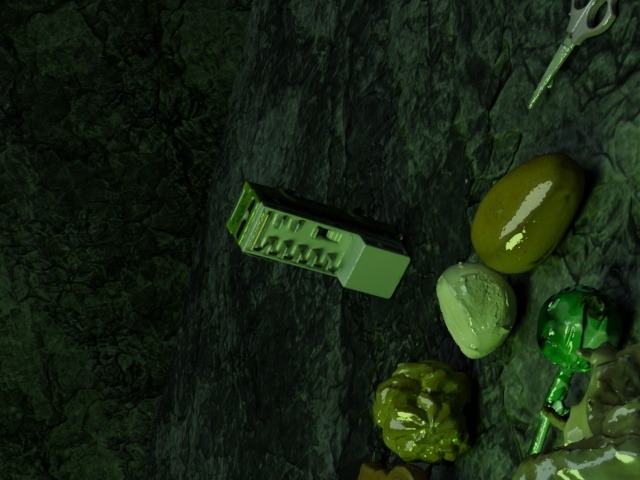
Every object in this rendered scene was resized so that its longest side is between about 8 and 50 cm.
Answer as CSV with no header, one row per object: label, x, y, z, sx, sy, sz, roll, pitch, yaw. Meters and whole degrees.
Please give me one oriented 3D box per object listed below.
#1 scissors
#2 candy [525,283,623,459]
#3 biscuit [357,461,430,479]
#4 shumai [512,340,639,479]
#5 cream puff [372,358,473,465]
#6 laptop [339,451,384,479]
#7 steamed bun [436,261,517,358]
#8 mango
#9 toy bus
scissors,0.344,-0.268,1.545,0.110,0.021,0.212,-105,35,-50
candy,0.276,0.202,1.329,0.097,0.097,0.324,-115,34,-62
biscuit,0.121,0.402,1.567,0.295,0.044,0.186,150,110,-66
shumai,0.336,0.217,1.028,0.314,0.267,0.262,-17,23,37
cream puff,0.147,0.241,1.566,0.156,0.121,0.156,-51,28,42
laptop,0.058,0.456,1.804,0.154,0.026,0.207,138,142,-57
steamed bun,0.217,0.090,1.520,0.112,0.090,0.130,100,146,-63
mango,0.276,-0.036,1.457,0.195,0.098,0.137,-42,34,46
toy bus,0.000,0.000,1.900,0.113,0.301,0.139,-64,28,20
